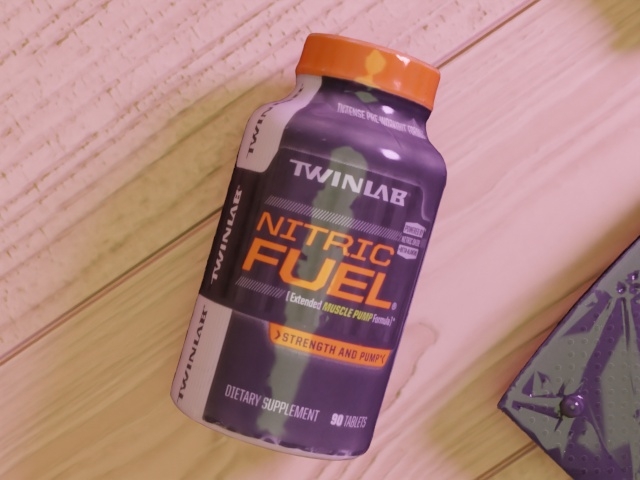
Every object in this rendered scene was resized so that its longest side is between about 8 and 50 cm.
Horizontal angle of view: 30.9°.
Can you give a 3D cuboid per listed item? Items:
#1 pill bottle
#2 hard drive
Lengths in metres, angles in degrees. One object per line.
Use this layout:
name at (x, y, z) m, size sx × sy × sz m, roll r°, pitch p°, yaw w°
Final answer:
pill bottle at (0.000, 0.000, 0.717) m, size 0.131 × 0.130 × 0.245 m, roll 16°, pitch 92°, yaw -1°
hard drive at (0.255, 0.066, 0.758) m, size 0.172 × 0.054 × 0.254 m, roll 44°, pitch 91°, yaw -2°
